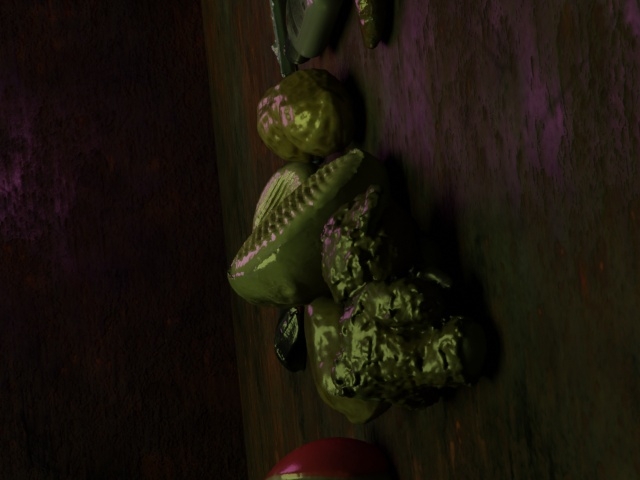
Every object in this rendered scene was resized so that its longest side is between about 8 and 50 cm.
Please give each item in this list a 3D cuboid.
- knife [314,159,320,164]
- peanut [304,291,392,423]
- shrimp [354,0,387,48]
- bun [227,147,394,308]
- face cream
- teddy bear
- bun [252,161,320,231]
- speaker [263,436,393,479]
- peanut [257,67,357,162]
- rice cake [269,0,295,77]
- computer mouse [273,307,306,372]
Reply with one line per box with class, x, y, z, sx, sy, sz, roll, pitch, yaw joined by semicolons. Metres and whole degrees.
knife;-0.027;-0.151;1.986;0.313;0.019;0.044;-178;80;-81
peanut;0.048;0.162;1.474;0.129;0.129;0.224;101;158;-55
shrimp;0.063;-0.368;1.356;0.126;0.047;0.223;-97;4;-68
bun;0.000;0.000;1.433;0.146;0.287;0.287;45;172;-8
face cream;-0.016;-0.374;1.665;0.291;0.071;0.144;119;145;-69
teddy bear;0.081;0.066;1.196;0.267;0.156;0.256;112;152;-70
bun;-0.023;-0.028;1.772;0.222;0.127;0.222;-17;68;50
speaker;0.024;0.453;1.612;0.294;0.294;0.294;174;90;-79
peanut;-0.021;-0.200;1.650;0.305;0.147;0.147;172;92;-74
rice cake;-0.079;-0.409;2.039;0.030;0.042;0.180;108;155;-70
computer mouse;-0.070;0.218;2.255;0.192;0.062;0.106;94;165;-44
